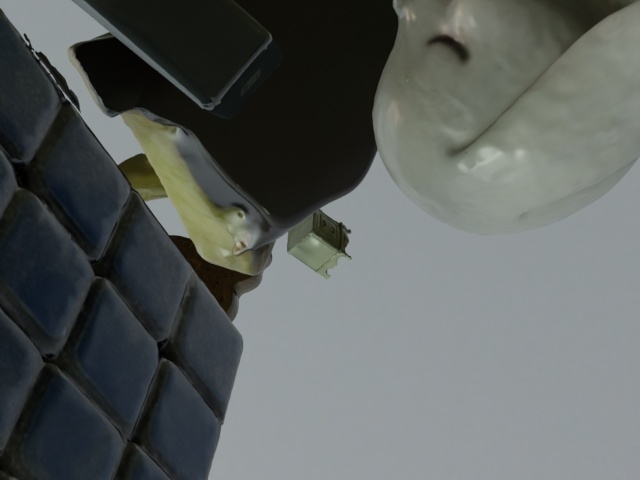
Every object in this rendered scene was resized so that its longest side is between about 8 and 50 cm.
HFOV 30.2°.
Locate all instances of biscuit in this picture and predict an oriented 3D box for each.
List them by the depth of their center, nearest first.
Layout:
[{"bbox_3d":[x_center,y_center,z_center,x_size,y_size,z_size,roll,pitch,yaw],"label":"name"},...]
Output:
[{"bbox_3d":[-0.204,0.084,1.638,0.183,0.047,0.319,18,-128,26],"label":"biscuit"}]

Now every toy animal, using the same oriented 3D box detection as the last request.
[{"bbox_3d":[0.161,-0.107,0.751,0.265,0.206,0.272,-34,-174,-7],"label":"toy animal"}]

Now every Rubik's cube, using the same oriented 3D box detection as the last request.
[{"bbox_3d":[-0.295,0.107,0.750,0.344,0.344,0.337,-17,-145,26],"label":"Rubik's cube"}]

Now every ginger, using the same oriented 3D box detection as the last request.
[{"bbox_3d":[-0.104,-0.197,1.281,0.358,0.413,0.211,27,177,-32],"label":"ginger"}]

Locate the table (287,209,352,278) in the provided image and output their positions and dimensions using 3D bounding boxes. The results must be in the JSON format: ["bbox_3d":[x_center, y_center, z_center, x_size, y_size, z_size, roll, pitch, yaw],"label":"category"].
[{"bbox_3d":[0.000,0.000,1.826,0.083,0.062,0.079,36,-150,-24],"label":"table"}]

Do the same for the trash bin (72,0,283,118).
[{"bbox_3d":[-0.148,-0.211,1.012,0.236,0.101,0.177,41,-178,1],"label":"trash bin"}]
